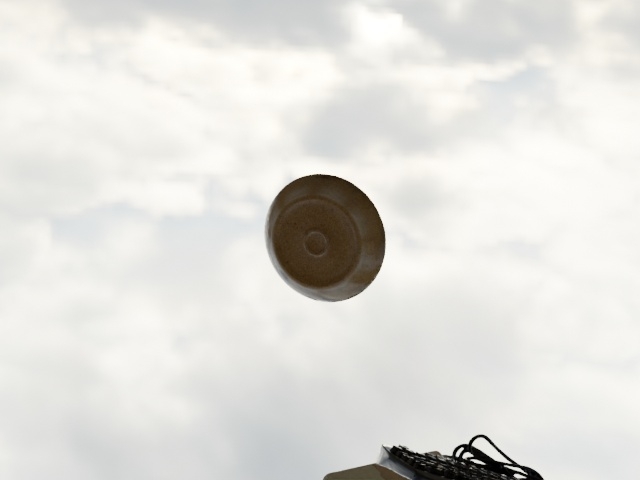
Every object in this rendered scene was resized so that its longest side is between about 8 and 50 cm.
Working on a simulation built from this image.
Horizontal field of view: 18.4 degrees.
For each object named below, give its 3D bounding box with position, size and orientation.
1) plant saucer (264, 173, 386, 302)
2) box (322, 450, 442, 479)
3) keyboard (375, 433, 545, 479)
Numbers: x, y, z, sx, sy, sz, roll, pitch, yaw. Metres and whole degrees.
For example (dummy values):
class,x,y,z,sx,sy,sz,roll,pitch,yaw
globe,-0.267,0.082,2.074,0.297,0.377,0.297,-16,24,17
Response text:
class,x,y,z,sx,sy,sz,roll,pitch,yaw
plant saucer,0.000,0.000,1.246,0.083,0.083,0.015,12,-164,20
box,0.111,0.333,1.660,0.121,0.148,0.311,-9,-142,-26
keyboard,0.123,0.150,1.253,0.192,0.038,0.100,20,177,-27
